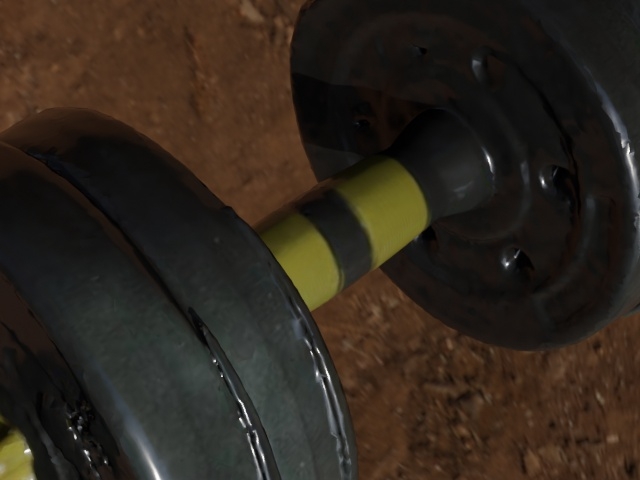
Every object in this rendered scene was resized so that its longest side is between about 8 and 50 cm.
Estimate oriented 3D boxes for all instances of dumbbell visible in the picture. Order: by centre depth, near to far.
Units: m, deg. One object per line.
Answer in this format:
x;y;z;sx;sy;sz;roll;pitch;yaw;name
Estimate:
0.000;0.000;0.537;0.388;0.185;0.185;-33;66;-34;dumbbell
